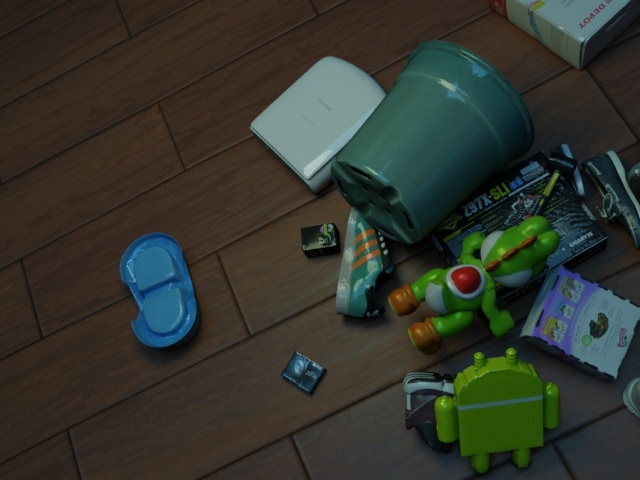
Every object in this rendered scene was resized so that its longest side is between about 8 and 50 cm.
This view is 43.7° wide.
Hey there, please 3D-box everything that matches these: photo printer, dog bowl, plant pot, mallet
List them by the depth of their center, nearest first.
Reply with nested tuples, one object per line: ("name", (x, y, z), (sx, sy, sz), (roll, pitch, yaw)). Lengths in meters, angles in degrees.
("plant pot", (0.220, -0.192, 1.727), (0.341, 0.341, 0.334), (37, 74, 25))
("mallet", (0.484, -0.108, 1.735), (0.062, 0.039, 0.189), (34, 85, 23))
("dog bowl", (-0.383, 0.126, 1.943), (0.166, 0.074, 0.297), (-23, 66, 6))
("photo printer", (0.014, -0.301, 1.982), (0.307, 0.107, 0.256), (-42, 65, -3))

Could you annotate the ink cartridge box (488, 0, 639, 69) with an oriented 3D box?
("ink cartridge box", (0.589, -0.593, 1.925), (0.226, 0.131, 0.306), (-42, 66, -4))

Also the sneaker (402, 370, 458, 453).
("sneaker", (0.307, 0.367, 1.660), (0.282, 0.106, 0.162), (5, 94, 7))

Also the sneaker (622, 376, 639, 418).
("sneaker", (0.703, 0.351, 1.532), (0.252, 0.111, 0.103), (34, 81, 24))

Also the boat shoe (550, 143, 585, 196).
("boat shoe", (0.562, -0.155, 1.810), (0.040, 0.049, 0.142), (-19, 59, 14))

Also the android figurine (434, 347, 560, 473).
("android figurine", (0.349, 0.334, 1.568), (0.248, 0.272, 0.056), (-9, 24, 2))

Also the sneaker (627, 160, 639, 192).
("sneaker", (0.737, -0.192, 1.733), (0.262, 0.104, 0.125), (-30, 53, -25))

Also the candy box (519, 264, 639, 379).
("candy box", (0.535, 0.170, 1.636), (0.196, 0.070, 0.164), (28, 77, -1))

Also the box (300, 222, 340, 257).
("box", (0.000, 0.000, 1.898), (0.083, 0.052, 0.062), (-9, 66, 13))

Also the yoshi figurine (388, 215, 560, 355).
("yoshi figurine", (0.336, 0.082, 1.655), (0.362, 0.203, 0.203), (-35, 23, 16))

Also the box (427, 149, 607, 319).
("box", (0.427, -0.014, 1.773), (0.322, 0.079, 0.257), (-31, 63, 2))

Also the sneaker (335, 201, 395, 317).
("sneaker", (0.116, 0.032, 1.832), (0.121, 0.108, 0.302), (7, 75, 11))

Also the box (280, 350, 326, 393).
("box", (-0.038, 0.299, 1.810), (0.083, 0.018, 0.067), (29, 80, 24))

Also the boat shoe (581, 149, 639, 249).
("boat shoe", (0.640, -0.083, 1.729), (0.079, 0.095, 0.254), (-18, 63, 9))
